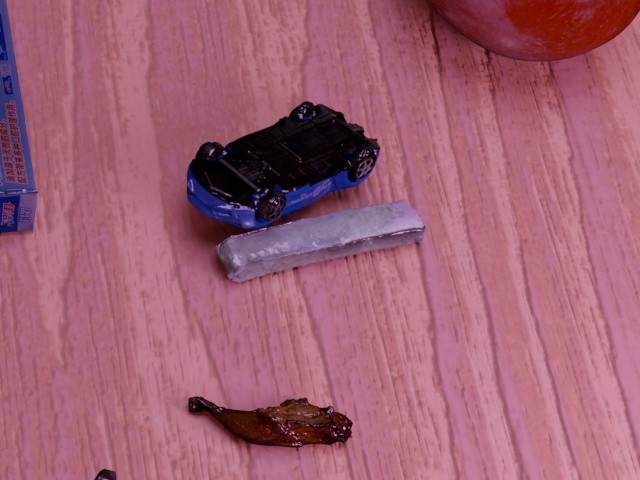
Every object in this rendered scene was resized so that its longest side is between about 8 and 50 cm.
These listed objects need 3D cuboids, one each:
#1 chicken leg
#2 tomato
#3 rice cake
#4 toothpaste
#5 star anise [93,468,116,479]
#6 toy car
[{"bbox_3d":[-0.042,0.156,1.623,0.145,0.037,0.062,4,30,-13],"label":"chicken leg"},{"bbox_3d":[0.216,-0.314,1.937,0.270,0.227,0.270,13,63,-26],"label":"tomato"},{"bbox_3d":[0.000,0.000,1.757,0.211,0.034,0.043,-12,59,-23],"label":"rice cake"},{"bbox_3d":[-0.309,-0.132,1.755,0.053,0.066,0.272,-2,54,-17],"label":"toothpaste"},{"bbox_3d":[-0.226,0.303,1.431,0.272,0.102,0.272,6,76,-26],"label":"star anise"},{"bbox_3d":[-0.038,-0.065,1.773,0.216,0.063,0.103,-27,54,-37],"label":"toy car"}]
